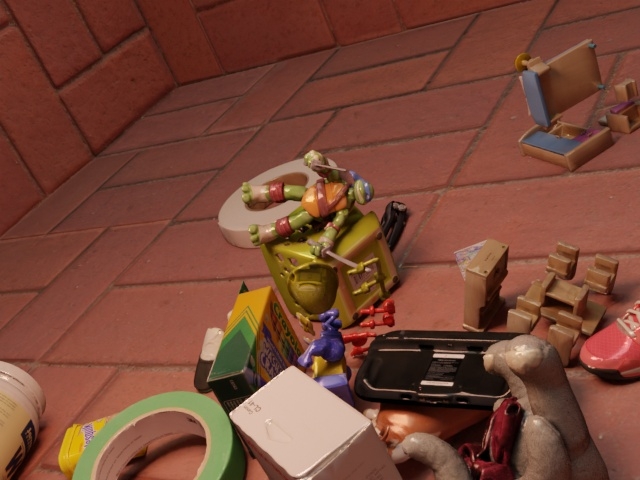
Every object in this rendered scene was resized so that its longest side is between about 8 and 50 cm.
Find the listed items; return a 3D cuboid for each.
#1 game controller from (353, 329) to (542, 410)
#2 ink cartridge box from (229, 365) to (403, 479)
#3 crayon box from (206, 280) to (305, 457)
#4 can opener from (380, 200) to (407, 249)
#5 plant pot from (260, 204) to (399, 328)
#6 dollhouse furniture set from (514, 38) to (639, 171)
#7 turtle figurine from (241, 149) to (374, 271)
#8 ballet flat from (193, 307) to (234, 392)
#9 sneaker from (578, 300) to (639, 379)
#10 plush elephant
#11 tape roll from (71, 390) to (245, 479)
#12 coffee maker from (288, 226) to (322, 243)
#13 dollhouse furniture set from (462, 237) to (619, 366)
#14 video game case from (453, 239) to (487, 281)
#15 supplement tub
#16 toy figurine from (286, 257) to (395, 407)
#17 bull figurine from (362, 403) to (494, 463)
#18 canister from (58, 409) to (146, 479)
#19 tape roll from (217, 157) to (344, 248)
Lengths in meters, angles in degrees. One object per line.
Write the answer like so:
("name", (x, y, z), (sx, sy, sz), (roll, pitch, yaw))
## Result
("game controller", (0.213, 0.214, 1.376), (0.319, 0.067, 0.166), (-2, 40, 29))
("ink cartridge box", (0.027, 0.361, 1.192), (0.131, 0.306, 0.226), (-36, 29, -20))
("crayon box", (-0.112, 0.238, 1.646), (0.083, 0.203, 0.323), (-16, 28, 17))
("can opener", (0.180, -0.035, 2.065), (0.059, 0.073, 0.186), (18, 38, -1))
("plant pot", (0.034, 0.048, 1.850), (0.228, 0.227, 0.207), (-39, 36, -26))
("dollhouse furniture set", (0.599, -0.372, 2.017), (0.286, 0.304, 0.198), (-32, 28, -13))
("turtle figurine", (-0.032, -0.071, 1.694), (0.266, 0.198, 0.275), (-11, 35, 16))
("ballet flat", (-0.206, 0.218, 1.883), (0.095, 0.096, 0.280), (2, 38, 42))
("sneaker", (0.562, 0.114, 1.362), (0.313, 0.136, 0.116), (-25, 26, 2))
("plush elephant", (0.235, 0.314, 1.117), (0.255, 0.330, 0.272), (-26, -3, 0))
("tape roll", (-0.302, 0.430, 1.545), (0.321, 0.077, 0.321), (-14, 37, 11))
("coffee maker", (0.000, 0.000, 2.102), (0.171, 0.120, 0.178), (-43, 20, 20))
("dollhouse furniture set", (0.399, 0.121, 1.541), (0.242, 0.161, 0.212), (22, 50, 28))
("video game case", (0.345, 0.044, 1.814), (0.087, 0.011, 0.122), (-22, 27, 8))
("supplement tub", (-0.766, 0.443, 1.808), (0.235, 0.236, 0.325), (-14, 29, 21))
("toy figurine", (0.046, 0.216, 1.505), (0.191, 0.363, 0.217), (-4, 56, 6))
("bull figurine", (0.166, 0.292, 1.411), (0.310, 0.101, 0.188), (-19, 24, -12))
("canister", (-0.453, 0.426, 1.750), (0.169, 0.073, 0.126), (-20, 28, 8))
("tape roll", (-0.116, -0.116, 2.434), (0.391, 0.072, 0.392), (-19, 27, 11))
